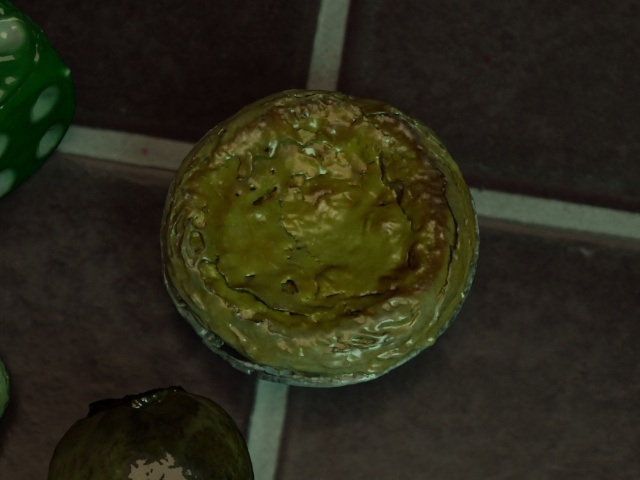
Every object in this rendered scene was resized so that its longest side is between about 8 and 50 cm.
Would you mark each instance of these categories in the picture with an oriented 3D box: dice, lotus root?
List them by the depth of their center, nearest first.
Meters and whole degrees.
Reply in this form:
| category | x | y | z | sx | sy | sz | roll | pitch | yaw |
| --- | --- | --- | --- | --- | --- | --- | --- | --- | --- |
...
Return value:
| category | x | y | z | sx | sy | sz | roll | pitch | yaw |
| --- | --- | --- | --- | --- | --- | --- | --- | --- | --- |
| lotus root | -0.107 | 0.192 | 0.970 | 0.138 | 0.138 | 0.214 | -6 | 59 | -6 |
| dice | -0.265 | -0.108 | 1.097 | 0.131 | 0.120 | 0.128 | 41 | 70 | 12 |

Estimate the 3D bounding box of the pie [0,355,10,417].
| category | x | y | z | sx | sy | sz | roll | pitch | yaw |
| --- | --- | --- | --- | --- | --- | --- | --- | --- | --- |
| pie | -0.348 | 0.097 | 1.023 | 0.248 | 0.090 | 0.201 | -24 | 67 | -16 |

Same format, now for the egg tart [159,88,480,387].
| category | x | y | z | sx | sy | sz | roll | pitch | yaw |
| --- | --- | --- | --- | --- | --- | --- | --- | --- | --- |
| egg tart | 0.000 | 0.000 | 1.080 | 0.234 | 0.094 | 0.234 | 0 | 65 | 0 |
